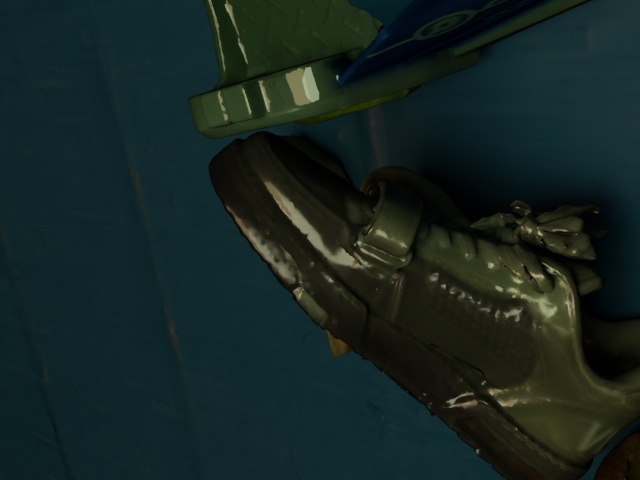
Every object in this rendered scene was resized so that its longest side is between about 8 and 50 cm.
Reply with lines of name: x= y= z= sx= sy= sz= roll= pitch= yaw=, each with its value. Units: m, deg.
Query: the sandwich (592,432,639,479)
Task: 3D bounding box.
sandwich: x=0.171 y=0.241 z=0.553 sx=0.186 sy=0.215 sz=0.065 roll=49 pitch=152 yaw=19

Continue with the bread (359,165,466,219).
bread: x=0.095 y=0.042 z=0.665 sx=0.073 sy=0.053 sz=0.214 roll=-21 pitch=97 yaw=43

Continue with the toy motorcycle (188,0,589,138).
toy motorcycle: x=0.030 y=-0.165 z=0.516 sx=0.326 sy=0.200 sz=0.191 roll=-4 pitch=106 yaw=51

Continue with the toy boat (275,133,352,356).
toy boat: x=0.000 y=0.000 z=0.739 sx=0.066 sy=0.065 sz=0.172 roll=-24 pitch=86 yaw=38

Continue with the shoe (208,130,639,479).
shoe: x=0.085 y=0.012 z=0.568 sx=0.293 sy=0.109 sz=0.149 roll=43 pitch=110 yaw=-10
